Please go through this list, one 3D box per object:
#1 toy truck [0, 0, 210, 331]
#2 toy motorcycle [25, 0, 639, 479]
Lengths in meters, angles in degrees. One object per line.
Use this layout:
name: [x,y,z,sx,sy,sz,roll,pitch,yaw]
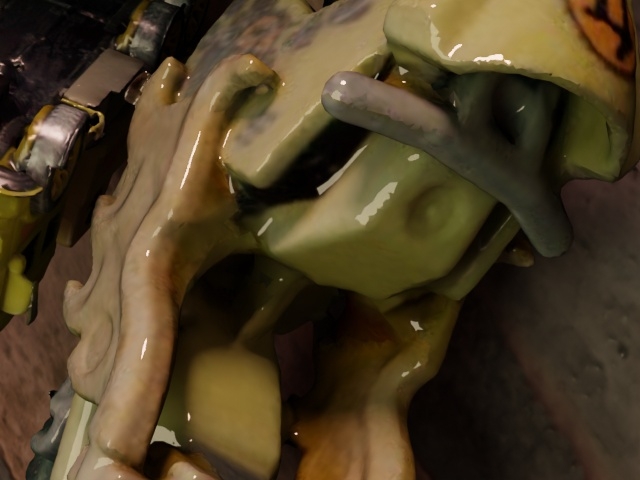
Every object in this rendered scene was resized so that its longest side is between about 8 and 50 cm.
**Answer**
toy truck: [-0.155,-0.058,0.783,0.124,0.272,0.157,20,124,4]
toy motorcycle: [0.000,0.000,0.669,0.410,0.169,0.237,-58,29,5]
